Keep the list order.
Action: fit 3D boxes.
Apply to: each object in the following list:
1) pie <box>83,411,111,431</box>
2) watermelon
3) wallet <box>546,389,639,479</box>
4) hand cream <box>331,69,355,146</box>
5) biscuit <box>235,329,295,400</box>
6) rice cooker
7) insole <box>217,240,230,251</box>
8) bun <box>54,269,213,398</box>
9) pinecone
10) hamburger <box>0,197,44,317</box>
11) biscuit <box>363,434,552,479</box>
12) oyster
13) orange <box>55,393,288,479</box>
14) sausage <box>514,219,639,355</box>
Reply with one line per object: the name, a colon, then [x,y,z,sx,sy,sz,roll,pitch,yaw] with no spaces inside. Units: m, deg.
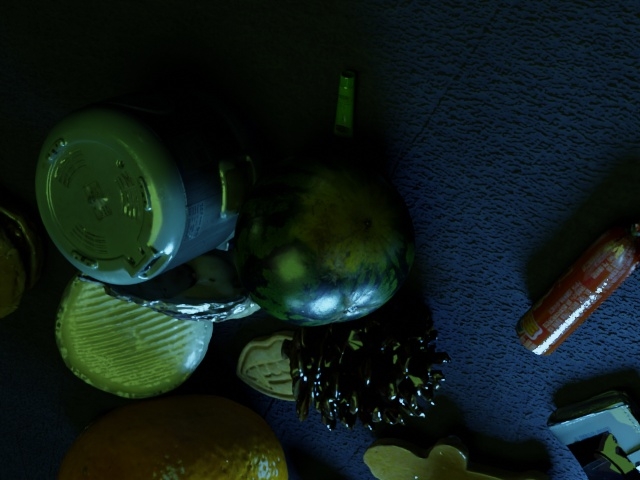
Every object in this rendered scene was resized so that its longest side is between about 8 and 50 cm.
pie: [-0.411,0.432,2.314,0.182,0.049,0.182,12,124,19]
watermelon: [0.001,-0.003,1.612,0.269,0.269,0.269,15,129,20]
wallet: [0.473,0.345,1.733,0.170,0.069,0.231,-26,107,45]
hand cream: [0.036,-0.190,1.615,0.036,0.023,0.122,17,134,14]
biscuit: [-0.063,0.225,1.975,0.221,0.029,0.142,-16,114,36]
rice cooker: [-0.253,-0.091,1.683,0.288,0.277,0.288,10,111,29]
insole: [-0.312,-0.046,1.929,0.348,0.009,0.119,18,129,18]
bun: [-0.321,0.137,1.964,0.287,0.146,0.287,3,108,8]
pinecone: [0.063,0.193,1.755,0.273,0.224,0.224,12,128,17]
hamburger: [-0.665,0.012,2.087,0.283,0.144,0.259,25,135,19]
biscuit: [0.240,0.411,1.921,0.340,0.047,0.216,13,133,18]
oyster: [-0.239,0.063,1.816,0.271,0.275,0.100,40,136,12]
orange: [-0.264,0.463,2.010,0.424,0.326,0.424,-9,154,-4]
sausage: [0.376,0.062,1.572,0.074,0.074,0.274,36,133,2]
